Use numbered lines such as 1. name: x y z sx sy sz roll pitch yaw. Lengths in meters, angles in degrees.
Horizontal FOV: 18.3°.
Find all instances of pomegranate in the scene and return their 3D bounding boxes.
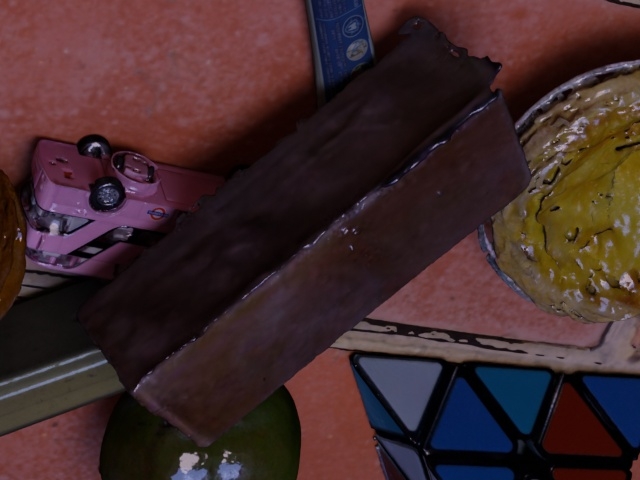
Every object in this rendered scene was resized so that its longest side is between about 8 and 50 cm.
1. pomegranate: -0.098 0.170 1.509 0.152 0.131 0.191 -6 153 -20

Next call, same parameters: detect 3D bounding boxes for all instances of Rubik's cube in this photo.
1. Rubik's cube: 0.188 0.227 1.567 0.250 0.234 0.284 -16 131 -6

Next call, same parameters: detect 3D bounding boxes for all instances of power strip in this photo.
1. power strip: -0.302 0.124 1.417 0.387 0.092 0.066 -19 129 -2

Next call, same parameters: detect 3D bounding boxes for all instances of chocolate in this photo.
1. chocolate: 0.000 0.000 1.333 0.321 0.112 0.112 -40 136 -2

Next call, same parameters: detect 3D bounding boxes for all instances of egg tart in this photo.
1. egg tart: 0.222 -0.045 1.446 0.234 0.094 0.234 -8 127 -11

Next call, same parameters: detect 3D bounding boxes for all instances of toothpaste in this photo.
1. toothpaste: 0.012 -0.142 1.336 0.057 0.035 0.197 -13 134 -2

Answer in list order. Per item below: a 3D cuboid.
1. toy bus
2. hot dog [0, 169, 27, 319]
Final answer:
1. toy bus: -0.111 -0.013 1.385 0.203 0.063 0.090 12 124 -27
2. hot dog: -0.295 0.033 1.327 0.160 0.099 0.227 44 101 6
